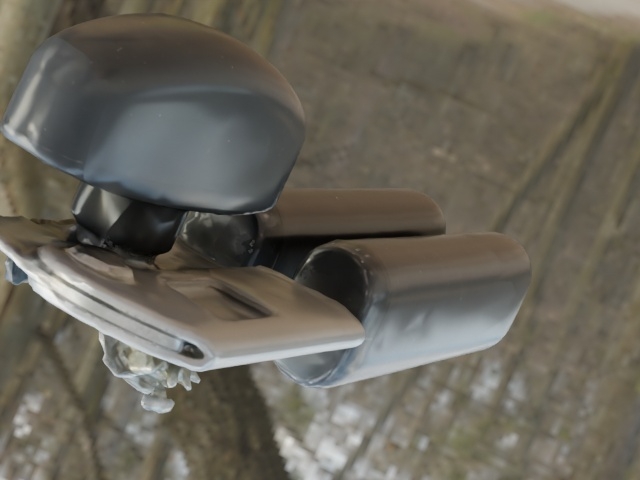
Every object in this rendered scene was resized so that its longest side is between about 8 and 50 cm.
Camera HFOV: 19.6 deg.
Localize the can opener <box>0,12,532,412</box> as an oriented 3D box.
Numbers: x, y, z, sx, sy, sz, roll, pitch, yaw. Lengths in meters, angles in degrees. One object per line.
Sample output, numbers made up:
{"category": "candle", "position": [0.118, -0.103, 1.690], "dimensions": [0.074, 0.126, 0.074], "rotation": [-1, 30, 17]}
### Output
{"category": "can opener", "position": [0.000, 0.000, 0.551], "dimensions": [0.074, 0.093, 0.280], "rotation": [30, -172, 21]}
